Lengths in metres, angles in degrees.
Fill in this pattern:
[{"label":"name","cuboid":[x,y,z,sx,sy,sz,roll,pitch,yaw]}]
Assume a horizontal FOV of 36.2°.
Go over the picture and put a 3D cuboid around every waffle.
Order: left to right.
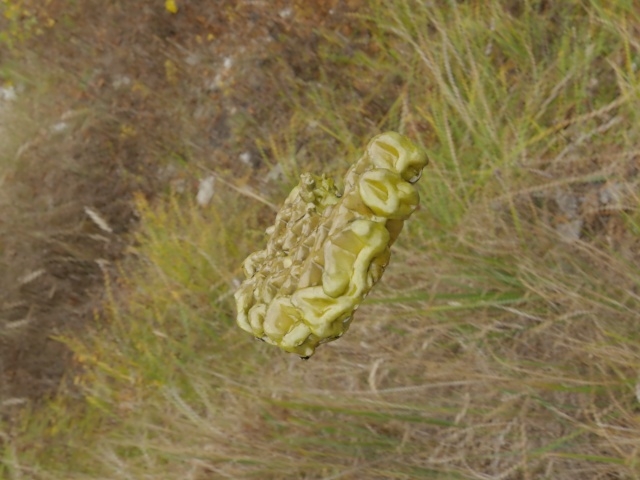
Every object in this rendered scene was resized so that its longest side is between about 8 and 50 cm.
[{"label":"waffle","cuboid":[0.003,0.002,0.627,0.149,0.051,0.194,-58,14,-4]}]
